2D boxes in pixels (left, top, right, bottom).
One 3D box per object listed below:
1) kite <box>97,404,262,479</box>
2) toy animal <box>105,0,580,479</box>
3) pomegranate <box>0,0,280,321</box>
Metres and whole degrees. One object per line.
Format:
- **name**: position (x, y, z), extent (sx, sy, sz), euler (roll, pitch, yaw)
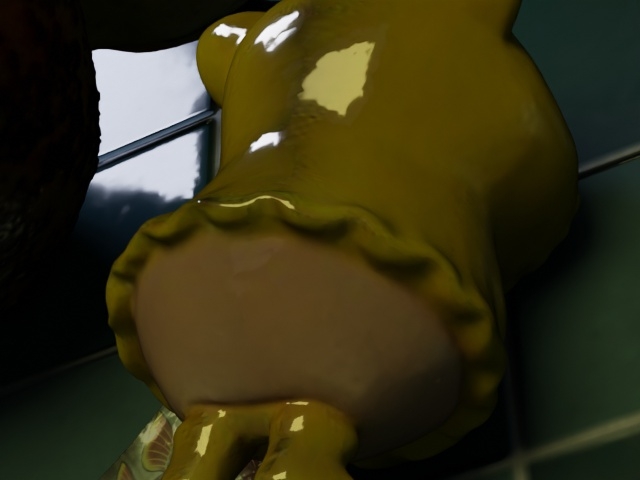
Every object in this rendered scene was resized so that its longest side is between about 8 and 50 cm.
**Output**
- **kite**: position (-0.104, 0.141, 0.674), extent (0.229, 0.016, 0.127), euler (-33, 35, -3)
- **toy animal**: position (0.004, -0.001, 0.641), extent (0.156, 0.156, 0.230), euler (-9, 49, 29)
- **pomegranate**: position (-0.170, -0.093, 0.786), extent (0.340, 0.285, 0.285), euler (-22, 34, -20)
